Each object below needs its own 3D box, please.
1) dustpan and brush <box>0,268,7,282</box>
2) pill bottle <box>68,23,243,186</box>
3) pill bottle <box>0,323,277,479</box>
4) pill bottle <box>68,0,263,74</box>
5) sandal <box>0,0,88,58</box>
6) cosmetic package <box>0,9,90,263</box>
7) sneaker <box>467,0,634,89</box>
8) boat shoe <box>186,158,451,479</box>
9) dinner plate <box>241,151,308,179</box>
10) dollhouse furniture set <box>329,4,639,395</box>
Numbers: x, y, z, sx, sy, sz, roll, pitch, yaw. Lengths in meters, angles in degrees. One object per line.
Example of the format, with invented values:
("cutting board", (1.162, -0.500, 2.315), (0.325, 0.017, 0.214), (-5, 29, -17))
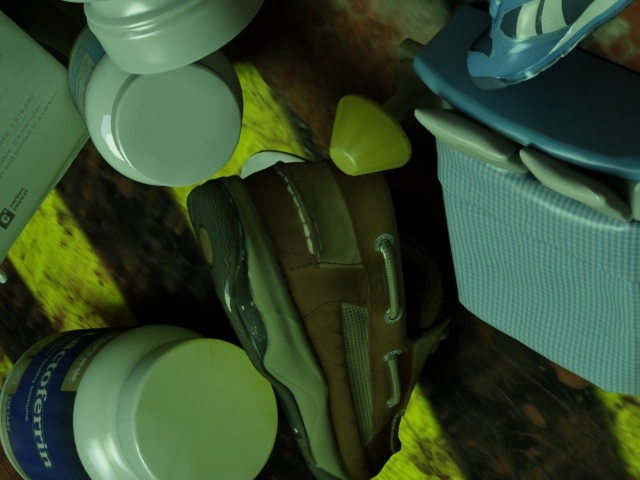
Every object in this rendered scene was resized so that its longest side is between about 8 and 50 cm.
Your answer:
("dustpan and brush", (-0.298, -0.040, 1.221), (0.211, 0.060, 0.147), (32, 153, 20))
("pill bottle", (-0.091, -0.080, 0.903), (0.087, 0.087, 0.160), (53, 178, -21))
("pill bottle", (-0.153, 0.146, 1.339), (0.153, 0.153, 0.264), (51, 153, -18))
("pill bottle", (-0.109, -0.193, 0.772), (0.124, 0.124, 0.221), (15, 144, 45))
("sandal", (-0.214, -0.161, 1.061), (0.180, 0.049, 0.072), (35, 154, 15))
("cosmetic package", (-0.318, -0.135, 0.889), (0.217, 0.156, 0.385), (28, 170, 29))
("sneaker", (0.098, -0.113, 0.686), (0.059, 0.053, 0.144), (43, 147, -4))
("boat shoe", (0.021, 0.054, 0.960), (0.324, 0.120, 0.122), (67, 179, -62))
("dinner plate", (0.000, 0.000, 1.049), (0.141, 0.017, 0.141), (35, 155, 19))
("dollhouse furniture set", (0.124, 0.087, 0.793), (0.303, 0.198, 0.286), (29, 152, 27))
